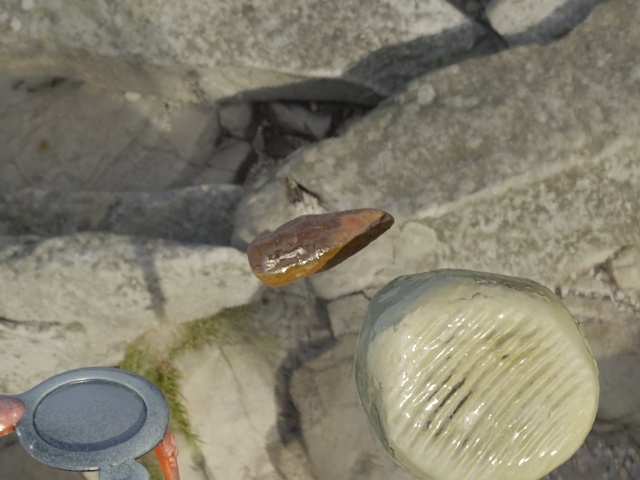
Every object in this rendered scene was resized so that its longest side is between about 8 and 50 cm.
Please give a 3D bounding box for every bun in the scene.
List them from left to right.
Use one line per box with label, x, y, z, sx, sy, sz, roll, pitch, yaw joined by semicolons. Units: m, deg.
bun;0.219;0.205;1.264;0.362;0.234;0.326;18;83;-9

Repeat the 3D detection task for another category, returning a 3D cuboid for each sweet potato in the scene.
sweet potato;0.000;0.000;1.380;0.252;0.097;0.097;-21;54;-15

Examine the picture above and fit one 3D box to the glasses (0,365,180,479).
glasses;-0.216;0.216;0.680;0.234;0.268;0.118;-1;38;5
